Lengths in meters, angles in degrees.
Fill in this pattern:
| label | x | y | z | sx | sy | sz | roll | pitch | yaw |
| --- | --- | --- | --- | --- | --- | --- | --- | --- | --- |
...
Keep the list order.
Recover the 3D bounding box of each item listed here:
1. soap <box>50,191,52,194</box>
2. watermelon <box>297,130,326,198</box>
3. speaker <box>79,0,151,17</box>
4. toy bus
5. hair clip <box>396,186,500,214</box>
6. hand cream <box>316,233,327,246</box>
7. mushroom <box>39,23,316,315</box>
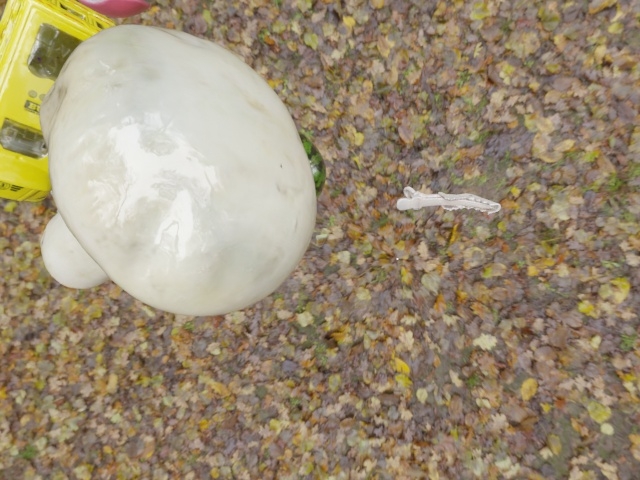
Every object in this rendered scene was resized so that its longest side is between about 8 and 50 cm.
| label | x | y | z | sx | sy | sz | roll | pitch | yaw |
| --- | --- | --- | --- | --- | --- | --- | --- | --- | --- |
| soap | -0.692 | -0.179 | 1.278 | 0.150 | 0.261 | 0.094 | 9 | 99 | -29 |
| watermelon | -0.123 | -0.211 | 1.454 | 0.286 | 0.285 | 0.284 | 0 | 88 | 9 |
| speaker | -0.586 | -0.779 | 1.301 | 0.295 | 0.294 | 0.293 | 0 | 88 | 9 |
| toy bus | -0.420 | -0.187 | 0.675 | 0.330 | 0.144 | 0.152 | -55 | 43 | 19 |
| hair clip | 0.291 | -0.093 | 1.062 | 0.226 | 0.072 | 0.034 | 3 | 129 | 16 |
| hand cream | 0.000 | 0.000 | 1.413 | 0.035 | 0.102 | 0.022 | -8 | 76 | -7 |
| mushroom | -0.179 | -0.048 | 0.526 | 0.336 | 0.314 | 0.314 | -27 | 83 | 32 |
